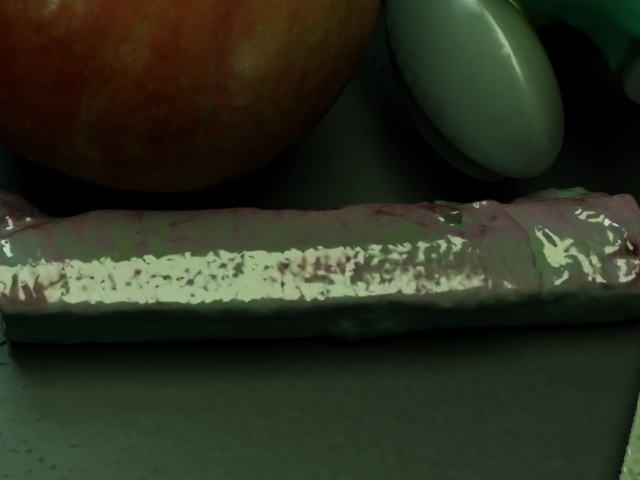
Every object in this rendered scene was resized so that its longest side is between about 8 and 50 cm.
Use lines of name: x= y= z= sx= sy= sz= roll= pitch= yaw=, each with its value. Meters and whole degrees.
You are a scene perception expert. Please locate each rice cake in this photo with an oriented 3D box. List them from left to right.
rice cake: x=0.002 y=0.002 z=0.821 sx=0.290 sy=0.051 sz=0.081 roll=-1 pitch=50 yaw=-12

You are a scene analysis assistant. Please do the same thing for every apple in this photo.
apple: x=-0.070 y=-0.125 z=0.817 sx=0.209 sy=0.164 sz=0.209 roll=20 pitch=36 yaw=-15

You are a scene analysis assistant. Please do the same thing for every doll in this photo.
doll: x=0.106 y=-0.147 z=0.894 sx=0.195 sy=0.153 sz=0.258 roll=-15 pitch=65 yaw=-14

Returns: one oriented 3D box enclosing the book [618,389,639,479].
book: x=0.201 y=0.055 z=0.828 sx=0.127 sy=0.014 sz=0.182 roll=16 pitch=49 yaw=10
